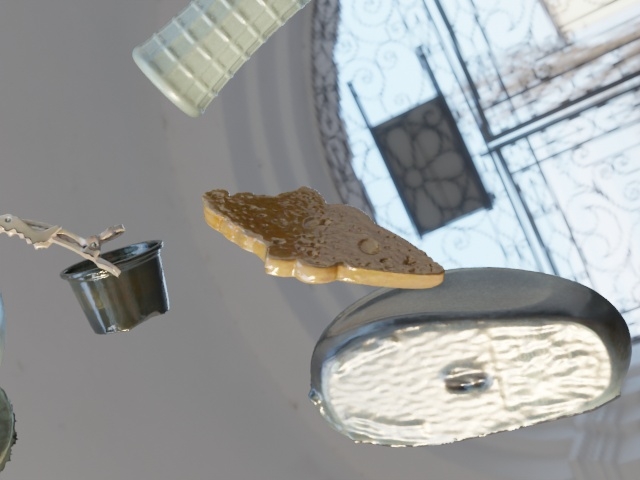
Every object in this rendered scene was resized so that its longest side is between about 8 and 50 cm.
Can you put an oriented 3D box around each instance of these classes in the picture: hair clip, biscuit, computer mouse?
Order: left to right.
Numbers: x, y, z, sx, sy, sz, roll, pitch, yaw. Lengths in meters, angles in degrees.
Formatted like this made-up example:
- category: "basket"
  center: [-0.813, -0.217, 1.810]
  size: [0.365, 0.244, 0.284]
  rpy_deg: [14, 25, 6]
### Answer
- category: "hair clip"
  center: [-0.374, -0.011, 1.402]
  size: [0.034, 0.225, 0.072]
  rpy_deg: [113, 170, -73]
- category: "biscuit"
  center: [0.000, 0.000, 1.003]
  size: [0.162, 0.250, 0.035]
  rpy_deg: [-53, -23, -54]
- category: "computer mouse"
  center: [0.171, 0.137, 1.212]
  size: [0.114, 0.373, 0.203]
  rpy_deg: [-70, -32, -63]

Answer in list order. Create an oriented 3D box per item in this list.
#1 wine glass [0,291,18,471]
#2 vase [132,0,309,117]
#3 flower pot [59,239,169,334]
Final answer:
- category: "wine glass"
  center: [-0.393, 0.122, 0.995]
  size: [0.357, 0.190, 0.191]
  rpy_deg: [112, 151, -59]
- category: "vase"
  center: [-0.084, -0.288, 1.231]
  size: [0.143, 0.299, 0.143]
  rpy_deg: [46, -174, -6]
- category: "flower pot"
  center: [-0.293, 0.072, 1.519]
  size: [0.157, 0.157, 0.107]
  rpy_deg: [-35, -68, -66]
